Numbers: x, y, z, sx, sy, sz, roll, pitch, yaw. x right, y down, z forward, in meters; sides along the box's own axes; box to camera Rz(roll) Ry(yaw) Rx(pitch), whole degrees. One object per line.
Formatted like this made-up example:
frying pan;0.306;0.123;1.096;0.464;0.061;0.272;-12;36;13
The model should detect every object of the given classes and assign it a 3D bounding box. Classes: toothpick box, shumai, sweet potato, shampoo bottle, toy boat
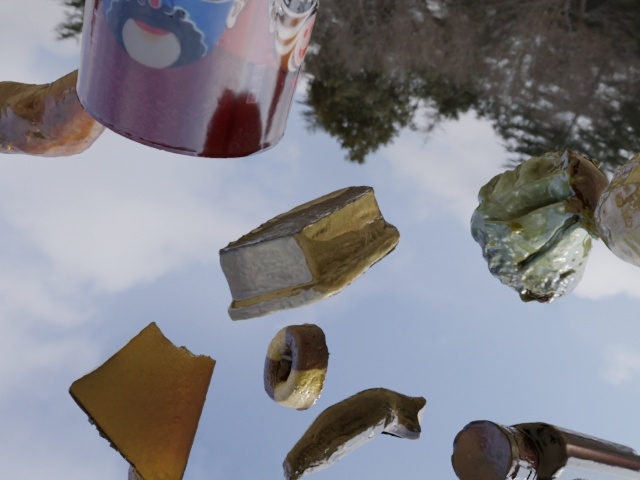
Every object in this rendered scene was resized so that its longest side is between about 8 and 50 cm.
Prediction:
toothpick box;-0.087;-0.262;0.623;0.204;0.333;0.204;13;-149;-8
shumai;0.287;-0.016;0.874;0.184;0.184;0.142;4;175;-34
sweet potato;-0.347;-0.144;0.887;0.354;0.106;0.095;-5;-137;30
shampoo bottle;0.267;0.267;0.870;0.323;0.129;0.084;23;-137;-43
sweet potato;0.061;0.303;1.178;0.285;0.085;0.112;-16;-100;-39
toy boat;0.000;0.000;0.652;0.116;0.061;0.188;-16;-170;34

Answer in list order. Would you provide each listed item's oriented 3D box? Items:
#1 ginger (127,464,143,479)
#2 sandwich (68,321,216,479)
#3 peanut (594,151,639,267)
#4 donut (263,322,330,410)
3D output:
ginger;-0.294;0.459;1.323;0.165;0.096;0.067;55;-163;7
sandwich;-0.193;0.207;0.935;0.193;0.162;0.058;53;168;-6
peanut;0.333;-0.045;0.595;0.130;0.290;0.130;6;-108;-18
donut;-0.056;0.259;1.552;0.073;0.184;0.166;16;178;-38
